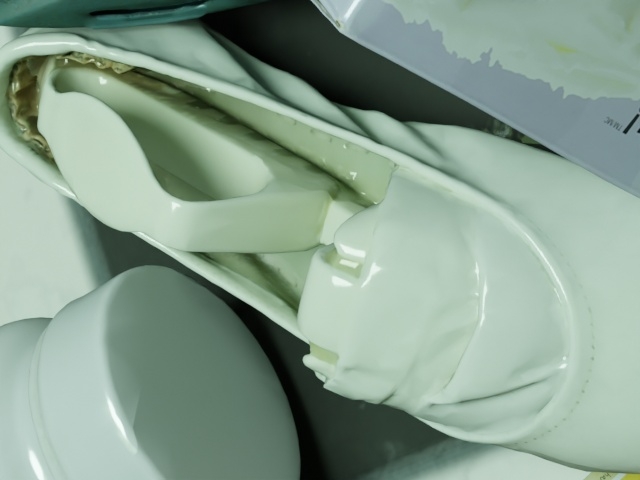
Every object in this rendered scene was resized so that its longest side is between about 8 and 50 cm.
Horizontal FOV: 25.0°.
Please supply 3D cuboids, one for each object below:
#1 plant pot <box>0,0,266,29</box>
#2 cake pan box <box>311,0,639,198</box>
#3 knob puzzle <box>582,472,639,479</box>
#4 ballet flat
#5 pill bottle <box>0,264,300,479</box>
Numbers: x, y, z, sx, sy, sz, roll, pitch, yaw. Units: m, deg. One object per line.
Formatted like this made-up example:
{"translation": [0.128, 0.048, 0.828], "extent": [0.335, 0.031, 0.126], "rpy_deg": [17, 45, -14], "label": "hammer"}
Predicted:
{"translation": [-0.086, -0.279, 0.575], "extent": [0.341, 0.341, 0.334], "rpy_deg": [-13, 83, 29], "label": "plant pot"}
{"translation": [0.160, -0.127, 0.493], "extent": [0.246, 0.266, 0.070], "rpy_deg": [-53, 34, 18], "label": "cake pan box"}
{"translation": [0.136, 0.203, 0.599], "extent": [0.213, 0.030, 0.213], "rpy_deg": [-7, 78, 34], "label": "knob puzzle"}
{"translation": [0.000, 0.000, 0.629], "extent": [0.400, 0.139, 0.139], "rpy_deg": [29, 103, 29], "label": "ballet flat"}
{"translation": [-0.158, 0.138, 0.709], "extent": [0.283, 0.161, 0.161], "rpy_deg": [-31, 74, 25], "label": "pill bottle"}
